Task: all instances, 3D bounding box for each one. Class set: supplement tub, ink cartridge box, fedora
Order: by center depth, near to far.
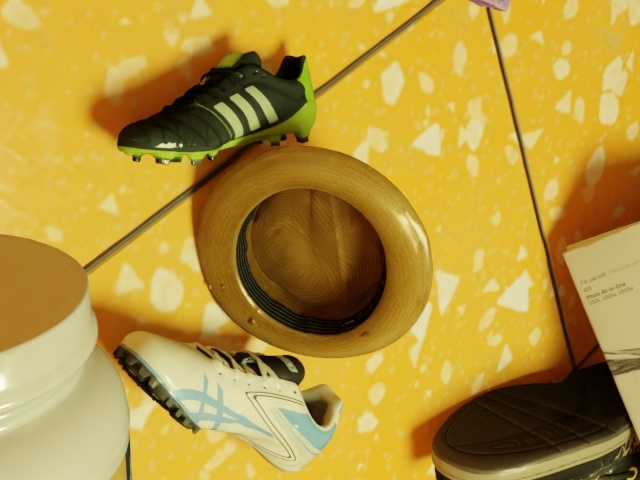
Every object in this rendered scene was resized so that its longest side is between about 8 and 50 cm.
[{"bbox_3d":[-0.220,0.173,0.663,0.228,0.228,0.316,-17,118,-38],"label":"supplement tub"},{"bbox_3d":[0.000,0.000,0.881,0.079,0.194,0.194,-71,152,-53],"label":"fedora"},{"bbox_3d":[0.394,0.105,1.177,0.211,0.121,0.289,-16,82,-47],"label":"ink cartridge box"}]

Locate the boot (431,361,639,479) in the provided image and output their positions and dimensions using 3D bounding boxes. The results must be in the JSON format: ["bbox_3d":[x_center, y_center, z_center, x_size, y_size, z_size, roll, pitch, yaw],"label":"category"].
[{"bbox_3d":[0.248,0.294,1.226,0.377,0.138,0.284,-11,114,-46],"label":"boot"}]

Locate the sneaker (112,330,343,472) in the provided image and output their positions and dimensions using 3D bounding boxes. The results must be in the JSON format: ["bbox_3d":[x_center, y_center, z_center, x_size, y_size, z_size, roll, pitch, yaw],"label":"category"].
[{"bbox_3d":[-0.067,0.111,0.884,0.086,0.085,0.237,-56,140,-2],"label":"sneaker"}]

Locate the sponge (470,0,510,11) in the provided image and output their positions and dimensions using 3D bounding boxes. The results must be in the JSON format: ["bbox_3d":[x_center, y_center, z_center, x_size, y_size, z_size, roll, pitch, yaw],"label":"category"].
[{"bbox_3d":[0.099,-0.271,0.925,0.210,0.031,0.117,13,97,-45],"label":"sponge"}]

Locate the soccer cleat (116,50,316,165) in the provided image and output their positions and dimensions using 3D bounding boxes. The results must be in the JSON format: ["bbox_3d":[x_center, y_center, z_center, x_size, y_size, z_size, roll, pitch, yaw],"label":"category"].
[{"bbox_3d":[-0.073,-0.096,0.822,0.179,0.060,0.072,-17,108,-45],"label":"soccer cleat"}]
